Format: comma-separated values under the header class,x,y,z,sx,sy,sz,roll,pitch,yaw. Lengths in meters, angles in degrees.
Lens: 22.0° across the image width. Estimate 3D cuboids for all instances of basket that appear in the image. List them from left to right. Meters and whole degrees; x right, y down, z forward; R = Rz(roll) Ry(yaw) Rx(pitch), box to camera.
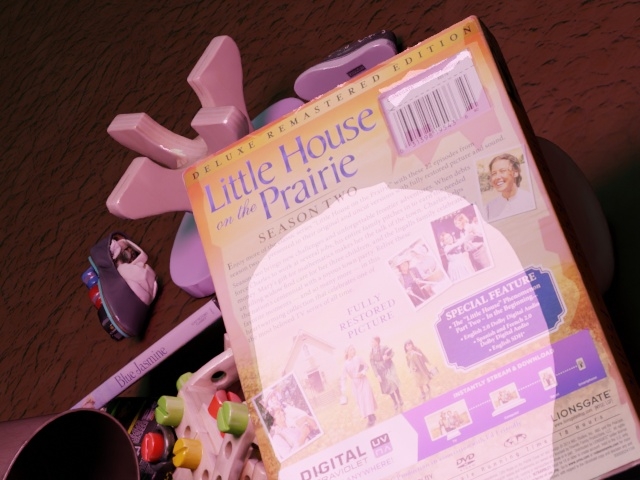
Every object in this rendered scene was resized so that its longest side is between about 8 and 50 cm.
class,x,y,z,sx,sy,sz,roll,pitch,yaw
basket,-0.313,0.267,1.713,0.227,0.154,0.204,-2,67,55

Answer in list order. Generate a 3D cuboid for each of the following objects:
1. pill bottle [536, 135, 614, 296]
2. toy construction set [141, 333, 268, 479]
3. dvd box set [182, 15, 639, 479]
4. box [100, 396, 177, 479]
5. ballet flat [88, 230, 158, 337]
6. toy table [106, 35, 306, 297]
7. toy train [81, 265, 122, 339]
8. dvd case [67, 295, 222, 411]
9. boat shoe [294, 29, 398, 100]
class,x,y,z,sx,sy,sz,roll,pitch,yaw
pill bottle,0.114,0.029,1.506,0.278,0.162,0.162,-27,38,31
toy construction set,-0.073,0.177,1.584,0.327,0.151,0.215,-99,31,-62
dvd box set,0.070,0.057,1.357,0.308,0.062,0.420,-27,60,16
box,-0.220,0.259,1.780,0.184,0.045,0.190,-9,50,49
ballet flat,-0.237,0.044,2.009,0.074,0.074,0.203,-45,29,7
toy table,-0.129,-0.092,1.934,0.252,0.161,0.274,-12,46,45
toy train,-0.272,0.074,2.047,0.027,0.036,0.158,-45,32,6
dvd case,-0.152,0.103,1.774,0.253,0.022,0.180,-38,1,30
boat shoe,0.033,-0.209,1.973,0.142,0.049,0.040,-21,35,27
